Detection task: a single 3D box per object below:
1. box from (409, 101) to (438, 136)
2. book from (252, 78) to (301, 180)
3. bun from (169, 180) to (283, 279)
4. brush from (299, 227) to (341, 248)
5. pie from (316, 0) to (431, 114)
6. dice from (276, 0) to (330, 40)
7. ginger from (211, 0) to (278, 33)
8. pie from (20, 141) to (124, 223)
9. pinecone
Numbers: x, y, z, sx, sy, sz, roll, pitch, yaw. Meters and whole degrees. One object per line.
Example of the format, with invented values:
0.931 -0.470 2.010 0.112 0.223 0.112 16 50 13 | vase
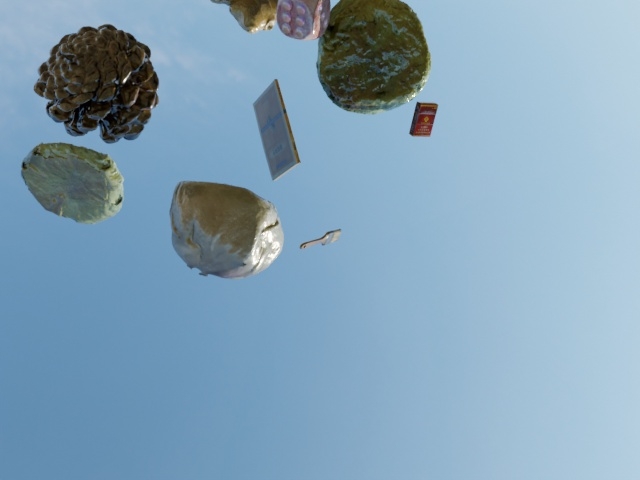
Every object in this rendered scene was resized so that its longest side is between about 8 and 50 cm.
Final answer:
0.249 -0.292 1.338 0.051 0.082 0.023 -4 -148 -25 | box
-0.128 -0.306 1.564 0.018 0.170 0.242 -13 -95 -30 | book
-0.217 -0.014 1.271 0.281 0.281 0.205 8 -97 -9 | bun
0.000 0.000 1.443 0.014 0.043 0.170 36 -150 24 | brush
0.121 -0.426 1.274 0.276 0.277 0.078 15 -153 -2 | pie
-0.035 -0.492 1.194 0.094 0.093 0.091 22 -136 18 | dice
-0.145 -0.597 1.433 0.333 0.081 0.148 -8 -115 -41 | ginger
-0.697 -0.161 1.569 0.306 0.306 0.071 13 -138 -5 | pie
-0.452 -0.327 1.163 0.243 0.244 0.257 24 -169 6 | pinecone
